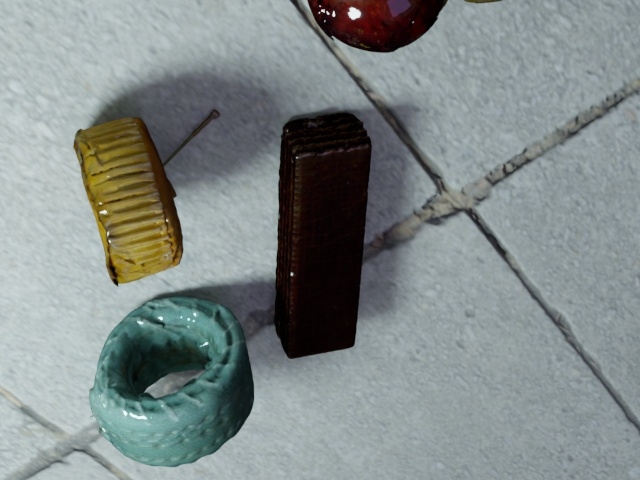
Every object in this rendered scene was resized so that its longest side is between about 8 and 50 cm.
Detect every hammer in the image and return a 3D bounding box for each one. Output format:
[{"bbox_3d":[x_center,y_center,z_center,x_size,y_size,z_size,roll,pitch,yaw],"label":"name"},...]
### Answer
[{"bbox_3d":[-0.172,-0.122,1.934,0.123,0.014,0.029,-43,140,15],"label":"hammer"}]

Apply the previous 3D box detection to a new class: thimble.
[{"bbox_3d":[-0.204,0.195,2.072,0.235,0.198,0.143,-29,141,-19],"label":"thimble"}]

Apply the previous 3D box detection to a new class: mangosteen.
[{"bbox_3d":[0.068,-0.291,1.781,0.166,0.166,0.180,-34,160,11],"label":"mangosteen"}]

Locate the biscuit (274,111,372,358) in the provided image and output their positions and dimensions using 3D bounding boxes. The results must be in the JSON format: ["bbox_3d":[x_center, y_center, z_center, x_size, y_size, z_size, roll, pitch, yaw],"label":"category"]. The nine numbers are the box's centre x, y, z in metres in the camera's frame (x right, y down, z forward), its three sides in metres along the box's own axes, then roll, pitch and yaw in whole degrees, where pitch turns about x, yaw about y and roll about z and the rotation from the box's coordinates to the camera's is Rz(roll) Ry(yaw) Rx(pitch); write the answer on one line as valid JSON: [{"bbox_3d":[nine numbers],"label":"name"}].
[{"bbox_3d":[0.000,0.000,2.066,0.107,0.073,0.388,-10,132,-14],"label":"biscuit"}]

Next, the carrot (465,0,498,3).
[{"bbox_3d":[0.280,-0.322,1.904,0.254,0.049,0.049,-5,132,-21],"label":"carrot"}]

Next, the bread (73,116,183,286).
[{"bbox_3d":[-0.229,-0.050,1.850,0.104,0.199,0.199,-16,134,-8],"label":"bread"}]
